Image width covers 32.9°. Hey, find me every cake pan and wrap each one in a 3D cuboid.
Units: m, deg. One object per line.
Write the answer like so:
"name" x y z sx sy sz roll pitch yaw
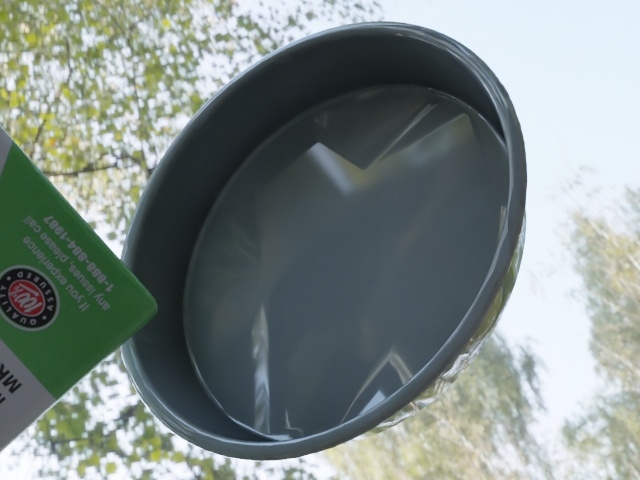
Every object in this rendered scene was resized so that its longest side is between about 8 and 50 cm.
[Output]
"cake pan" 0.000 0.000 0.677 0.293 0.293 0.054 -39 -41 11

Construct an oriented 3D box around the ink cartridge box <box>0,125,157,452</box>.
"ink cartridge box" -0.258 0.055 0.535 0.289 0.121 0.211 -43 -83 -14
